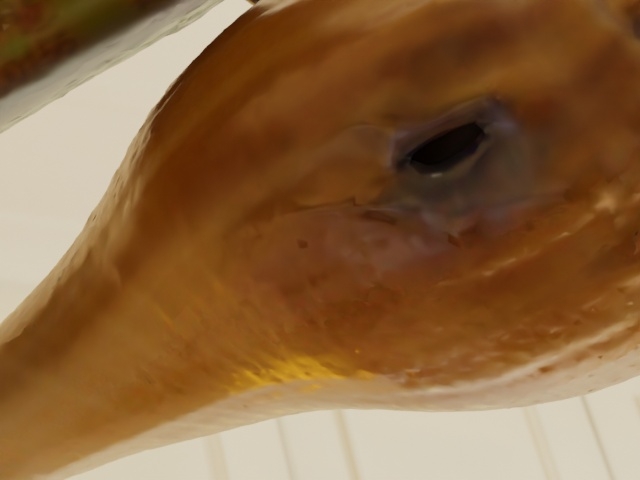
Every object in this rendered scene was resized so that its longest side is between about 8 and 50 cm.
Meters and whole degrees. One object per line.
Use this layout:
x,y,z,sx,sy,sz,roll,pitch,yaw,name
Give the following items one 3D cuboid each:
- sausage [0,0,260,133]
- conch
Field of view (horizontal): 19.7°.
-0.170,-0.030,0.418,0.317,0.117,0.125,-32,-54,-2,sausage
-0.001,0.001,0.389,0.330,0.109,0.093,-27,0,15,conch
